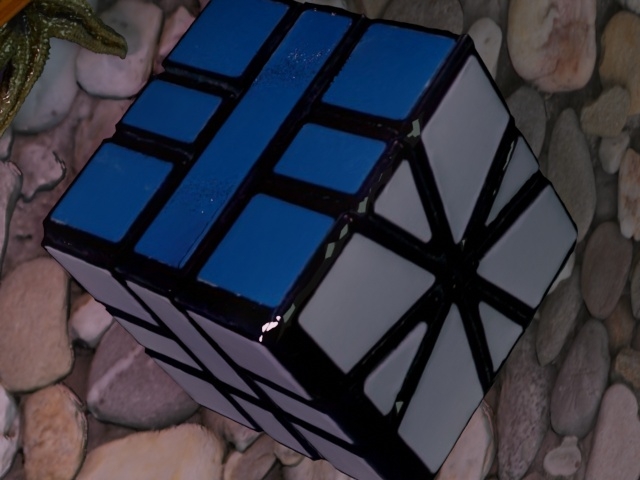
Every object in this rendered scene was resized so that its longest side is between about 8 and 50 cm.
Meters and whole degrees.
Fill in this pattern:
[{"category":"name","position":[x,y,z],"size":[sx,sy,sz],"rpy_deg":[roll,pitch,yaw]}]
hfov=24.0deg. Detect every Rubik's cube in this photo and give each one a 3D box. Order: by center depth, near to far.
[{"category":"Rubik's cube","position":[0.000,0.000,1.230],"size":[0.288,0.283,0.293],"rpy_deg":[-58,136,-16]}]

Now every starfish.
[{"category":"starfish","position":[-0.207,-0.170,1.113],"size":[0.223,0.050,0.217],"rpy_deg":[-56,144,0]}]

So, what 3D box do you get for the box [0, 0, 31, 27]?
[{"category":"box","position":[-0.285,-0.170,0.925],"size":[0.274,0.174,0.076],"rpy_deg":[-47,156,-25]}]
